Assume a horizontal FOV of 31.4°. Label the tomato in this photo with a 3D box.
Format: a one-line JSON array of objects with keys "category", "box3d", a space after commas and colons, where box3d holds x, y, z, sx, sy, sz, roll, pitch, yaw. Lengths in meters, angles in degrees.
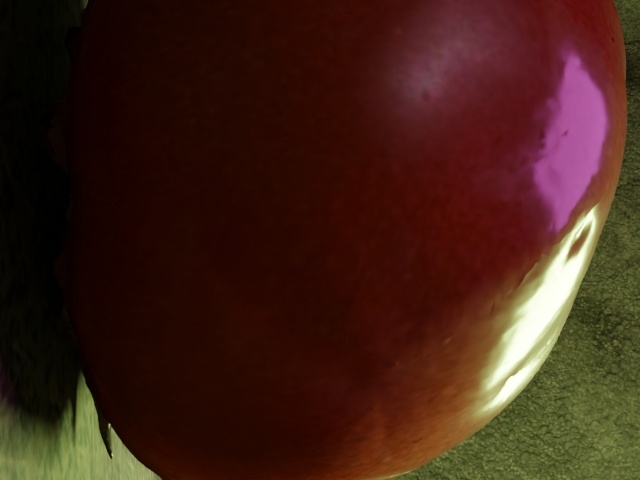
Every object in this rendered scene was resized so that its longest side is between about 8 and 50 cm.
[{"category": "tomato", "box3d": [0.011, -0.029, 0.575, 0.341, 0.273, 0.341, -177, -90, -90]}]
